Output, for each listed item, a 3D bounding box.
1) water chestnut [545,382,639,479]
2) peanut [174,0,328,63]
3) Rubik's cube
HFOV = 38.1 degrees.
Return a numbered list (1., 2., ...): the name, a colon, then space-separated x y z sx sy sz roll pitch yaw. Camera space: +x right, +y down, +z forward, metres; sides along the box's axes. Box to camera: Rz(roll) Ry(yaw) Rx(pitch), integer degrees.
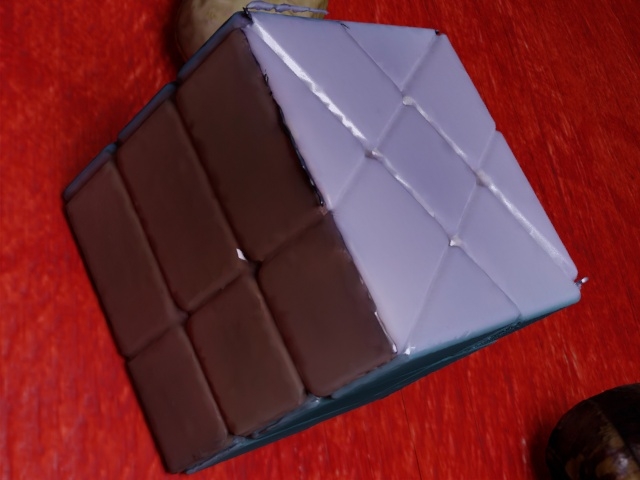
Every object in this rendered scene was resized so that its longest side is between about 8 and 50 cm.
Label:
1. water chestnut: 0.288 0.235 0.806 0.223 0.238 0.223 63 -2 4
2. peanut: -0.056 -0.207 0.810 0.129 0.129 0.224 31 45 -27
3. Rubik's cube: 0.000 0.000 0.637 0.231 0.225 0.221 -9 70 -49
